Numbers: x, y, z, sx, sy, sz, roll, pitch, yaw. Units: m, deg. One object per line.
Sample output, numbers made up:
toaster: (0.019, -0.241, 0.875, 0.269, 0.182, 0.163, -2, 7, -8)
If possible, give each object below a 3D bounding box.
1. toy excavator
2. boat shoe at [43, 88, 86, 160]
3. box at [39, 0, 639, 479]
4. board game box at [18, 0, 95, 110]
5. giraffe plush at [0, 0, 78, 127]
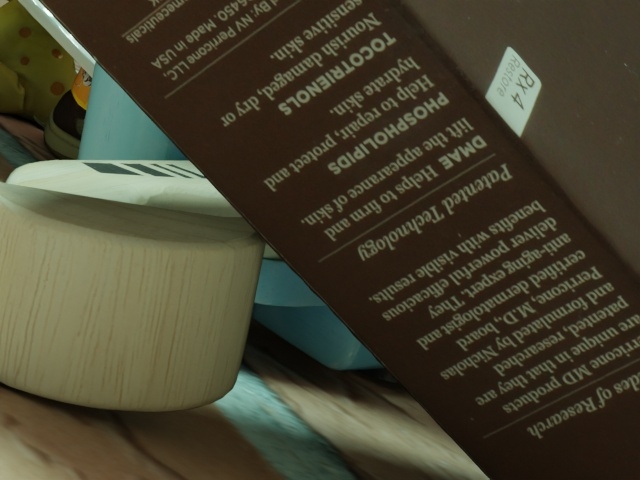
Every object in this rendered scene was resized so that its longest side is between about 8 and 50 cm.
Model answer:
toy excavator: (-0.059, -0.024, 1.053, 0.445, 0.222, 0.433, -1, 20, -37)
boat shoe: (-0.145, -0.103, 1.557, 0.123, 0.123, 0.342, 19, 7, -18)
box: (0.069, -0.052, 0.851, 0.381, 0.143, 0.191, 48, 36, -18)
board game box: (-0.155, -0.253, 1.477, 0.390, 0.050, 0.390, 45, 35, 14)
giraffe plush: (-0.275, -0.205, 1.762, 0.210, 0.170, 0.181, 25, 7, 23)
